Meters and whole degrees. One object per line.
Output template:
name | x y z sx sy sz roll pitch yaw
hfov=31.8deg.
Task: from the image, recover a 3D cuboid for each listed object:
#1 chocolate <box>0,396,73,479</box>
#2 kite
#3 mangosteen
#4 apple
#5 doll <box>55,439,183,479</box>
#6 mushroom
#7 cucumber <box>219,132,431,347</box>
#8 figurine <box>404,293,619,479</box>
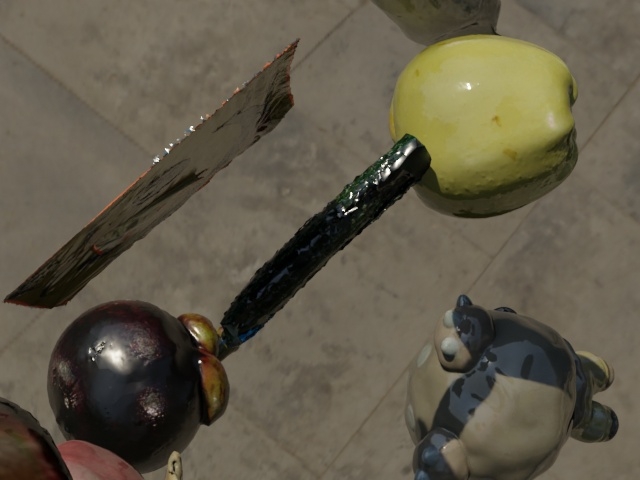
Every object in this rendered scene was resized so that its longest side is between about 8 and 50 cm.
chocolate | -0.125 0.128 0.325 0.125 0.080 0.148 31 102 38
kite | -0.133 -0.030 0.883 0.013 0.377 0.327 50 43 1
mangosteen | -0.203 0.167 1.366 0.250 0.211 0.211 -17 69 -33
apple | 0.158 -0.112 1.111 0.200 0.200 0.200 5 64 -10
doll | -0.146 0.253 0.705 0.196 0.152 0.255 -35 121 -31
mushroom | 0.106 -0.274 1.185 0.097 0.351 0.109 10 90 27
cucumber | 0.000 0.000 1.021 0.257 0.043 0.044 -44 46 -4
figurine | 0.257 0.203 1.432 0.381 0.203 0.248 7 98 -48
